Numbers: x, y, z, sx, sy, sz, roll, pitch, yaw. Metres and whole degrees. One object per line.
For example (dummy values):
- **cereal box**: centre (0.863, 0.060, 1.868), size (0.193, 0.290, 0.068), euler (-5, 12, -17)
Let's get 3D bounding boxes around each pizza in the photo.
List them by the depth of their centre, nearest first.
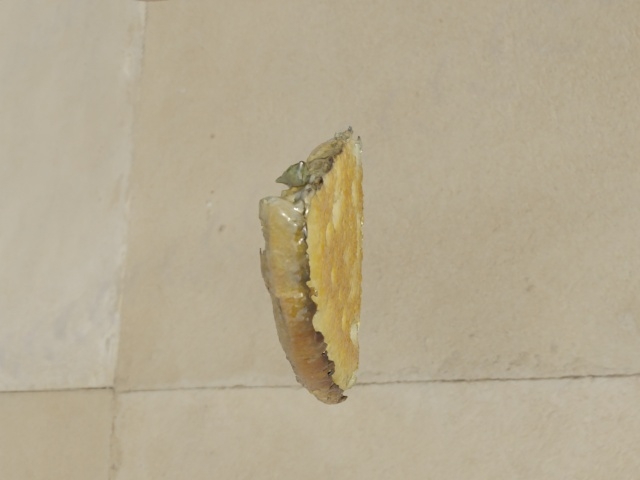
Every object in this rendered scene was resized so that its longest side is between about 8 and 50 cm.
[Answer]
- **pizza**: centre (-0.004, 0.026, 0.884), size (0.080, 0.392, 0.435), euler (0, 84, 13)
